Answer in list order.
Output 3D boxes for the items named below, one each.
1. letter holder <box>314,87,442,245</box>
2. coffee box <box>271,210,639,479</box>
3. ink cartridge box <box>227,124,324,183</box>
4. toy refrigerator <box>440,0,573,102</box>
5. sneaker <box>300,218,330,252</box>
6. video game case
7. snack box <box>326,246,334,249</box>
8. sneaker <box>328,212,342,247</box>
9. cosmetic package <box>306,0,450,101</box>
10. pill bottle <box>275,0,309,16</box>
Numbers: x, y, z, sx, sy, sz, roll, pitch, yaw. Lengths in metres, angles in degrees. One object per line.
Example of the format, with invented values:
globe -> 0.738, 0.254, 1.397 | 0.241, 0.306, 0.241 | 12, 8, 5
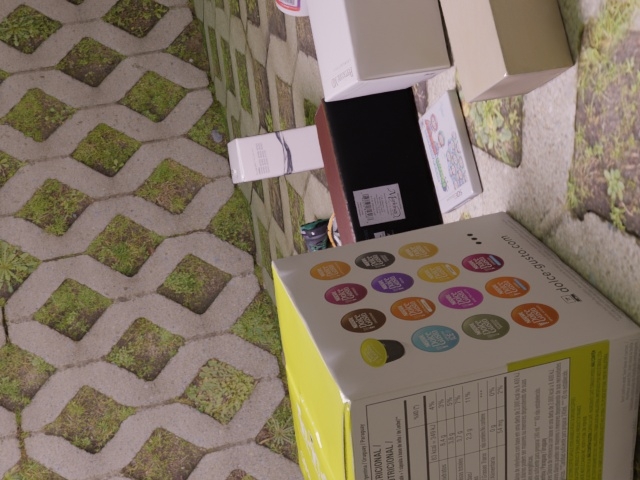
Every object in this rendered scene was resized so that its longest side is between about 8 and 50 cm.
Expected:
letter holder -> 0.091, -0.087, 1.555 | 0.214, 0.152, 0.301 | 143, 115, -79
coffee box -> 0.148, 0.206, 1.103 | 0.337, 0.334, 0.338 | -124, 25, -62
ink cartridge box -> -0.081, -0.198, 2.031 | 0.172, 0.237, 0.100 | -172, 70, -77
toy refrigerator -> 0.193, -0.302, 1.010 | 0.102, 0.094, 0.269 | 150, 108, -70
sneaker -> 0.000, 0.000, 2.263 | 0.223, 0.083, 0.098 | -118, 10, -86
video game case -> 0.192, -0.130, 1.349 | 0.143, 0.019, 0.157 | 135, 123, -76
snack box -> 0.051, 0.102, 2.227 | 0.064, 0.022, 0.178 | 89, 164, -48
sneaker -> 0.076, 0.024, 1.925 | 0.083, 0.084, 0.214 | 24, 130, 59
cosmetic package -> 0.065, -0.410, 1.351 | 0.197, 0.155, 0.365 | 174, 86, -76
pill bottle -> -0.040, -0.560, 1.809 | 0.193, 0.108, 0.108 | 92, 162, -47
